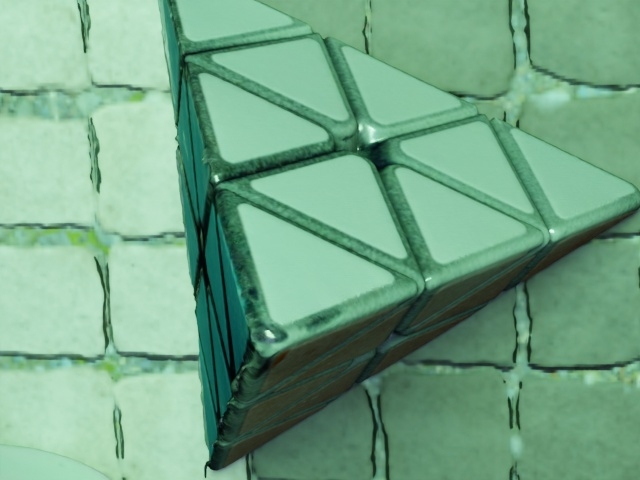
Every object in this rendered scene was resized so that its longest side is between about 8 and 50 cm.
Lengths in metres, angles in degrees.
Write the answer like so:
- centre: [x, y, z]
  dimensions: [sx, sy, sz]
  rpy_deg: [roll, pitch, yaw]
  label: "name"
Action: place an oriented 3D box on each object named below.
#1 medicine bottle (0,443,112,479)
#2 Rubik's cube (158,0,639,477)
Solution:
- centre: [-0.208, 0.269, 0.802]
  dimensions: [0.152, 0.152, 0.254]
  rpy_deg: [14, 105, 4]
  label: "medicine bottle"
- centre: [0.000, 0.002, 0.718]
  dimensions: [0.229, 0.233, 0.228]
  rpy_deg: [6, 151, 42]
  label: "Rubik's cube"
